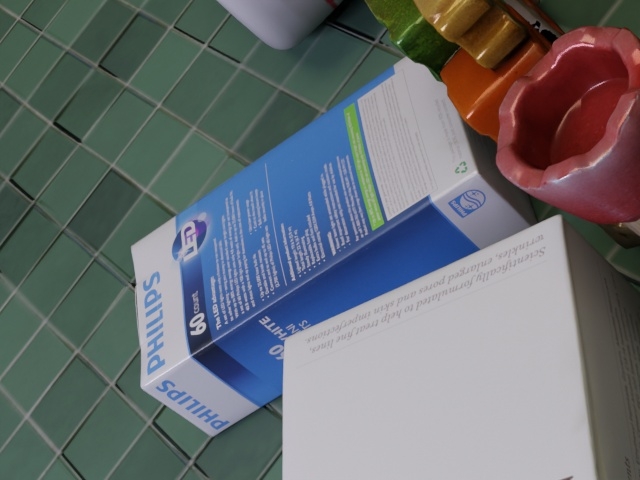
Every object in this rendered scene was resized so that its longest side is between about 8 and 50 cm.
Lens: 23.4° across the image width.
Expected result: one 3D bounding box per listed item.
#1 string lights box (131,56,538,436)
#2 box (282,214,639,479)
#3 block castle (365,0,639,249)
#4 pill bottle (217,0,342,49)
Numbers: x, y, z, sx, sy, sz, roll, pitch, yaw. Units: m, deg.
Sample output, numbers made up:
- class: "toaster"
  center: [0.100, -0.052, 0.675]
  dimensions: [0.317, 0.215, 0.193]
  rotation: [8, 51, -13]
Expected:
- class: "string lights box"
  center: [0.000, 0.000, 0.987]
  dimensions: [0.259, 0.077, 0.133]
  rotation: [-33, 41, 21]
- class: "box"
  center: [0.084, 0.115, 0.778]
  dimensions: [0.181, 0.119, 0.182]
  rotation: [-25, 45, 28]
- class: "block castle"
  center: [0.159, -0.209, 0.831]
  dimensions: [0.303, 0.213, 0.453]
  rotation: [-47, 34, 15]
- class: "pill bottle"
  center: [0.035, -0.356, 1.117]
  dimensions: [0.408, 0.229, 0.229]
  rotation: [-45, 39, 6]
